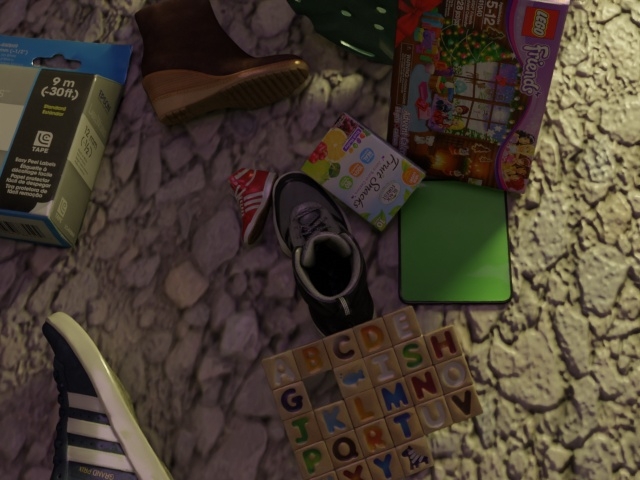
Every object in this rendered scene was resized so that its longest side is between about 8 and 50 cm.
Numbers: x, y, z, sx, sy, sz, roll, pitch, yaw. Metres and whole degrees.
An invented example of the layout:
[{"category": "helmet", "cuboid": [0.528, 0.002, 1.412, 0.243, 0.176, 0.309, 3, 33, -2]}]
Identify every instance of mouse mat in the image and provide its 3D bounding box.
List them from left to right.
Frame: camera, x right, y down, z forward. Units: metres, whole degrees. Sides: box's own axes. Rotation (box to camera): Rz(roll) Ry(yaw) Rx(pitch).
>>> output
[{"category": "mouse mat", "cuboid": [0.182, -0.001, 1.208, 0.153, 0.007, 0.189, 0, 65, 6]}]

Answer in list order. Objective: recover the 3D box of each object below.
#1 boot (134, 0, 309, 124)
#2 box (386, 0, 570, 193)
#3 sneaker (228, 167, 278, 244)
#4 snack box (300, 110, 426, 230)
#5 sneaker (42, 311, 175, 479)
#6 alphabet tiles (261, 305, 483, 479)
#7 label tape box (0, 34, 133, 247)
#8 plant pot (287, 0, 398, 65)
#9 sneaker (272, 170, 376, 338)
[{"category": "boot", "cuboid": [-0.154, -0.295, 1.326, 0.249, 0.090, 0.206, -15, 68, 3]}, {"category": "box", "cuboid": [0.194, -0.203, 1.141, 0.201, 0.293, 0.057, 11, 45, 11]}, {"category": "sneaker", "cuboid": [-0.106, -0.051, 1.240, 0.067, 0.042, 0.118, 14, 61, 8]}, {"category": "snack box", "cuboid": [0.059, -0.095, 1.204, 0.141, 0.037, 0.100, 38, 104, 2]}, {"category": "sneaker", "cuboid": [-0.289, 0.252, 1.076, 0.148, 0.131, 0.350, -30, 67, -12]}, {"category": "alphabet tiles", "cuboid": [0.071, 0.198, 1.080, 0.237, 0.009, 0.198, -20, 93, -3]}, {"category": "label tape box", "cuboid": [-0.445, -0.179, 1.294, 0.249, 0.115, 0.347, 7, 69, 9]}, {"category": "plant pot", "cuboid": [0.122, -0.454, 1.255, 0.341, 0.341, 0.334, 22, 78, 15]}, {"category": "sneaker", "cuboid": [0.000, 0.000, 1.145, 0.101, 0.153, 0.268, -20, 66, -4]}]
